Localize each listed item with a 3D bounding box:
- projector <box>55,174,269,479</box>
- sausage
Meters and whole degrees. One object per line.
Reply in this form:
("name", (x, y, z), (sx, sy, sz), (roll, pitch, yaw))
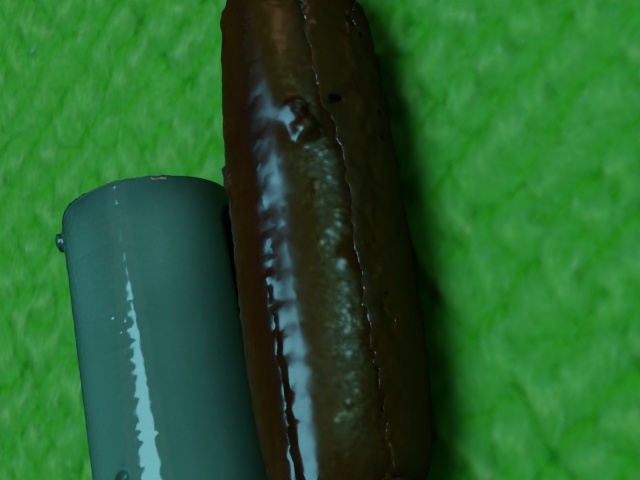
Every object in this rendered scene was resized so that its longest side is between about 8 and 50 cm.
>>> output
("projector", (-0.074, 0.132, 0.733), (0.108, 0.108, 0.337), (-29, 62, 37))
("sausage", (0.000, 0.000, 0.693), (0.102, 0.102, 0.330), (-24, 65, 39))
